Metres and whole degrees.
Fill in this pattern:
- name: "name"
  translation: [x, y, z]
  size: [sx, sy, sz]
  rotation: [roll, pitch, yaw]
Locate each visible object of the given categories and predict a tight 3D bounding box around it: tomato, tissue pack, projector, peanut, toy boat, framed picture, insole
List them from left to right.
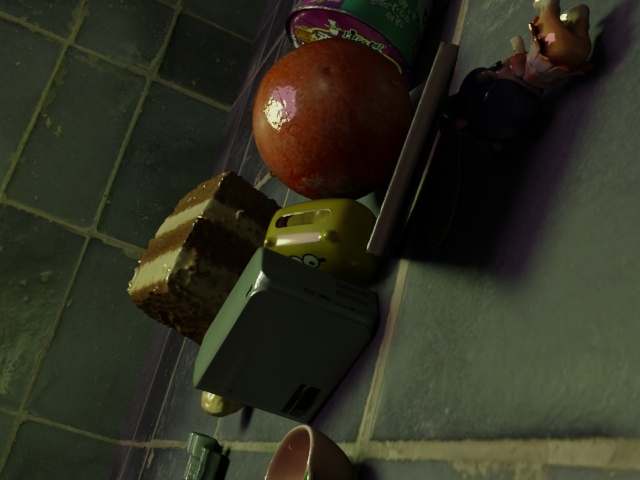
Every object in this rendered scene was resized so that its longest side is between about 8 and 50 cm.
- name: "toy boat"
  translation: [-0.282, 0.558, 1.588]
  size: [0.141, 0.092, 0.320]
  rotation: [154, 134, -69]
- name: "peanut"
  translation: [-0.193, 0.285, 1.622]
  size: [0.103, 0.098, 0.229]
  rotation: [-37, 22, 12]
- name: "projector"
  translation: [-0.056, 0.149, 1.185]
  size: [0.250, 0.198, 0.108]
  rotation: [-58, 20, 30]
- name: "tissue pack"
  translation: [0.000, 0.000, 1.214]
  size: [0.178, 0.127, 0.123]
  rotation: [-6, 56, 32]
- name: "tomato"
  translation: [0.023, -0.185, 1.254]
  size: [0.265, 0.265, 0.265]
  rotation: [-57, 20, 34]
- name: "framed picture"
  translation: [0.120, -0.095, 0.998]
  size: [0.335, 0.022, 0.247]
  rotation: [14, -84, -83]
- name: "insole"
  translation: [0.177, -0.089, 1.087]
  size: [0.080, 0.003, 0.232]
  rotation: [-45, 28, 53]

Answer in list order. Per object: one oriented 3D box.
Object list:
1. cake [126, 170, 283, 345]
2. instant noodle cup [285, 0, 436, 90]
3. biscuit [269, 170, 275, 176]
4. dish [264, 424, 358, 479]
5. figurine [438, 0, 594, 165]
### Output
- name: "cake"
  translation: [-0.202, 0.049, 1.581]
  size: [0.282, 0.255, 0.290]
  rotation: [-20, 42, 55]
- name: "instant noodle cup"
  translation: [0.088, -0.404, 1.385]
  size: [0.190, 0.251, 0.251]
  rotation: [-63, 14, -15]
- name: "biscuit"
  translation: [-0.080, -0.264, 2.075]
  size: [0.203, 0.041, 0.260]
  rotation: [-68, 17, -10]
- name: "dish"
  translation: [-0.014, 0.351, 0.997]
  size: [0.213, 0.090, 0.213]
  rotation: [-159, 90, -76]
- name: "figurine"
  translation: [0.218, -0.179, 0.876]
  size: [0.195, 0.111, 0.102]
  rotation: [-48, 29, 47]
